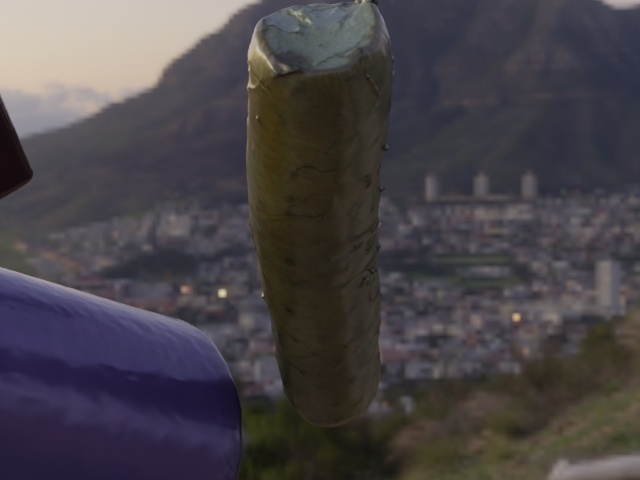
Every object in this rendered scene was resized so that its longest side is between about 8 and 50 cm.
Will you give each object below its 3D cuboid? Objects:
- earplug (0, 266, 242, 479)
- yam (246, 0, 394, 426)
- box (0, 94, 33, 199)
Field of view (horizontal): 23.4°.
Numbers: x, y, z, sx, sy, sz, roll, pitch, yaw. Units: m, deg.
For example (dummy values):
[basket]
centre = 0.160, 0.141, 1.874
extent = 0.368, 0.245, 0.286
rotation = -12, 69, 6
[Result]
[earplug]
centre = -0.274, 0.087, 0.869
extent = 0.456, 0.215, 0.215
rotation = 24, -14, -41
[yam]
centre = 0.000, 0.000, 0.876
extent = 0.083, 0.083, 0.372
rotation = -1, -33, -1
[box]
centre = -0.475, -0.095, 1.725
extent = 0.294, 0.168, 0.193
rotation = -33, 31, -17
